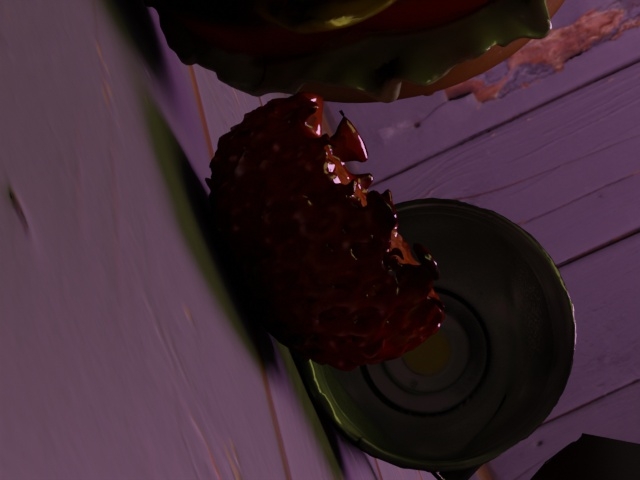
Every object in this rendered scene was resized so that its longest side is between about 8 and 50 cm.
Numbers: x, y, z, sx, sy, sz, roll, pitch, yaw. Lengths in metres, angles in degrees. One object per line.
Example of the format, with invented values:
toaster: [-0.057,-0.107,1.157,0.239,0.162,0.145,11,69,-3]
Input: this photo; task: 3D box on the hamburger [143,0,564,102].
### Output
hamburger: [0.021,-0.193,0.921,0.212,0.274,0.274,63,4,-51]

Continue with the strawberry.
strawberry: [0.000,0.000,0.815,0.145,0.086,0.145,-24,90,-89]

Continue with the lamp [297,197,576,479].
lamp: [0.053,0.063,1.026,0.172,0.147,0.227,43,-8,5]

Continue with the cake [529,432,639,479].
cake: [0.154,0.232,0.926,0.185,0.208,0.178,32,-44,11]
